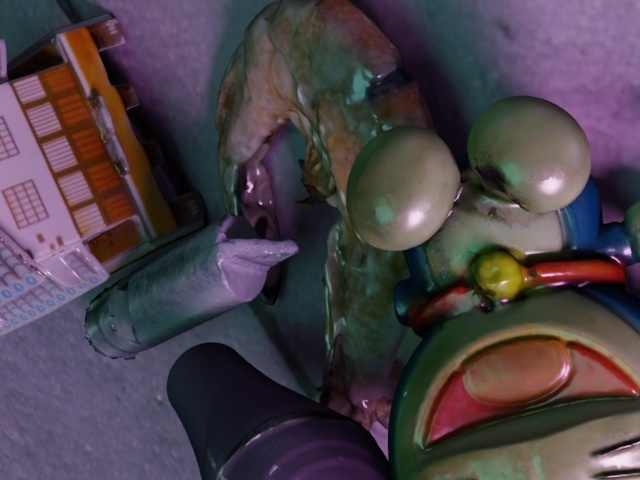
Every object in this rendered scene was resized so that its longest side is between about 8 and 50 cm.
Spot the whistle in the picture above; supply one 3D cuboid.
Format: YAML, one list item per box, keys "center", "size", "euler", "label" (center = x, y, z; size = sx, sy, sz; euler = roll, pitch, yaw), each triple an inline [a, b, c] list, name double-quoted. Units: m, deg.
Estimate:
- center: [-0.101, 0.036, 1.354]
  size: [0.062, 0.062, 0.312]
  euler: [64, 153, 1]
  label: "whistle"

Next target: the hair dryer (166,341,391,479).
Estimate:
- center: [-0.024, 0.262, 1.271]
  size: [0.301, 0.121, 0.361]
  euler: [-140, 43, -63]
  label: "hair dryer"

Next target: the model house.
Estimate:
- center: [-0.240, -0.037, 1.403]
  size: [0.224, 0.215, 0.198]
  euler: [-23, 93, 49]
  label: "model house"

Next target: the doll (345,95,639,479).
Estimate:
- center: [0.134, 0.082, 1.107]
  size: [0.198, 0.186, 0.322]
  euler: [-10, 84, 17]
  label: "doll"

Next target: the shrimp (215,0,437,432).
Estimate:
- center: [0.000, 0.000, 1.285]
  size: [0.247, 0.085, 0.360]
  euler: [27, 126, 48]
  label: "shrimp"
